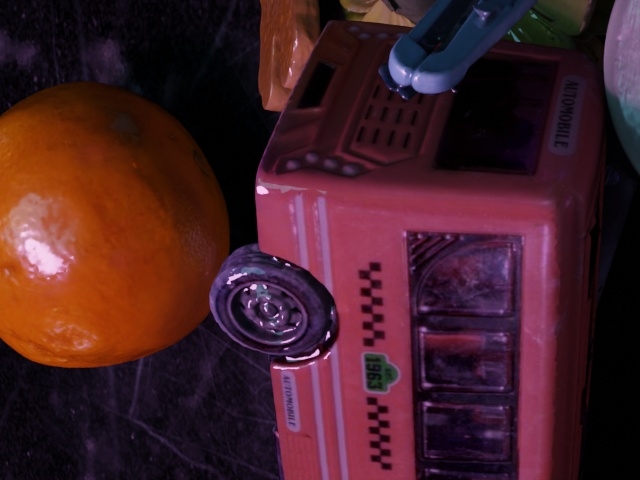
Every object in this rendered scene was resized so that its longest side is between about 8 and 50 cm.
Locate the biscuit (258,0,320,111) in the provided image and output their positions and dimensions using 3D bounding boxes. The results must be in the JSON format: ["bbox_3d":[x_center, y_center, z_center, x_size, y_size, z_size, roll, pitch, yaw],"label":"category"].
[{"bbox_3d":[-0.028,-0.230,1.125,0.144,0.040,0.236,153,120,-67],"label":"biscuit"}]

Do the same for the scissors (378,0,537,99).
[{"bbox_3d":[0.143,-0.202,0.796,0.180,0.393,0.032,23,140,23],"label":"scissors"}]

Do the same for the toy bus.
[{"bbox_3d":[0.077,0.079,0.899,0.233,0.203,0.427,6,130,14],"label":"toy bus"}]

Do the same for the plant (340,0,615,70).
[{"bbox_3d":[0.083,-0.237,0.941,0.261,0.297,0.306,-56,25,-17],"label":"plant"}]

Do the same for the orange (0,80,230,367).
[{"bbox_3d":[-0.204,-0.015,1.214,0.261,0.261,0.261,8,101,42],"label":"orange"}]

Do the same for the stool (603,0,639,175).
[{"bbox_3d":[0.296,-0.108,0.773,0.195,0.198,0.195,0,98,44],"label":"stool"}]

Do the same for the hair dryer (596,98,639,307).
[{"bbox_3d":[0.193,-0.018,0.989,0.173,0.050,0.195,47,128,32],"label":"hair dryer"}]
